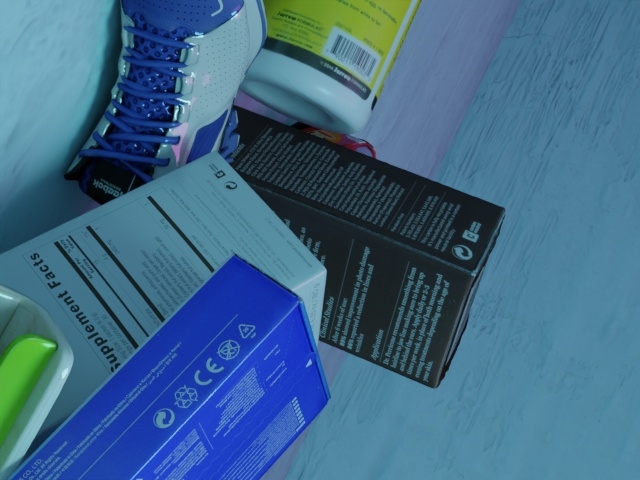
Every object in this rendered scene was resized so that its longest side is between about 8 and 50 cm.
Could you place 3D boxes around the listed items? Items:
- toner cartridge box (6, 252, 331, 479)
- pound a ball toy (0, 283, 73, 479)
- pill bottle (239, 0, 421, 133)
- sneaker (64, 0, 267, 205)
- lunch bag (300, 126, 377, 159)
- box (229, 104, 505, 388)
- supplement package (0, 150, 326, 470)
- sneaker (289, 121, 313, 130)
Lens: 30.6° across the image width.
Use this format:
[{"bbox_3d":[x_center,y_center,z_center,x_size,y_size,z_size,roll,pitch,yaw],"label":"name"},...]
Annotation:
[{"bbox_3d":[-0.140,0.186,0.864,0.348,0.075,0.165,-46,152,-21],"label":"toner cartridge box"},{"bbox_3d":[-0.324,0.118,0.807,0.319,0.208,0.136,-61,-146,5],"label":"pound a ball toy"},{"bbox_3d":[0.030,-0.311,1.387,0.188,0.188,0.334,52,62,-76],"label":"pill bottle"},{"bbox_3d":[-0.149,-0.120,1.101,0.315,0.127,0.182,100,15,-51],"label":"sneaker"},{"bbox_3d":[-0.009,-0.011,1.639,0.258,0.120,0.293,-23,127,-34],"label":"lunch bag"},{"bbox_3d":[0.000,0.000,1.357,0.143,0.381,0.191,-57,165,-48],"label":"box"},{"bbox_3d":[-0.165,0.087,1.029,0.293,0.175,0.177,-29,149,-25],"label":"supplement package"},{"bbox_3d":[-0.053,-0.059,1.735,0.295,0.104,0.147,-57,151,-14],"label":"sneaker"}]
